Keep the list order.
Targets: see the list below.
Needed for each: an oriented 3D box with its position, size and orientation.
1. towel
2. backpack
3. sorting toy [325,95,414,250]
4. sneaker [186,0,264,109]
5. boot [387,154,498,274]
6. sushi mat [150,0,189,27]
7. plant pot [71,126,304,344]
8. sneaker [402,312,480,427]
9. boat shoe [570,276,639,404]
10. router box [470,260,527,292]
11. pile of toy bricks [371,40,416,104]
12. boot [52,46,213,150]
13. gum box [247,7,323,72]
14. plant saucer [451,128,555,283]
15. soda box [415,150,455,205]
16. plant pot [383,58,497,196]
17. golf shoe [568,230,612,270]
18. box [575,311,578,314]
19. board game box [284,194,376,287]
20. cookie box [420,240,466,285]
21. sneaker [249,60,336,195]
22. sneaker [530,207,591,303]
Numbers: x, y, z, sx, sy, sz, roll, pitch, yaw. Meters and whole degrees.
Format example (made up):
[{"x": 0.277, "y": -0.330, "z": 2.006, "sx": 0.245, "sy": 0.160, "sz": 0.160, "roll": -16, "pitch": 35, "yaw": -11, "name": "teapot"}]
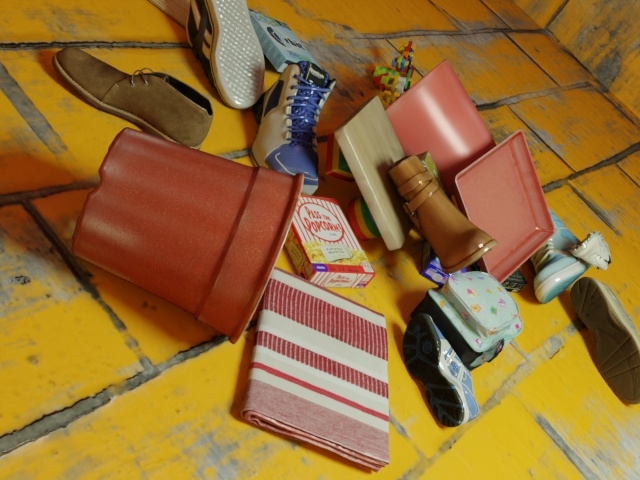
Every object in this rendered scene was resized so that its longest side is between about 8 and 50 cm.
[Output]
[{"x": 0.001, "y": 0.194, "z": 1.280, "sx": 0.237, "sy": 0.037, "sz": 0.329, "roll": 26, "pitch": 34, "yaw": -14, "name": "towel"}, {"x": 0.286, "y": 0.143, "z": 1.504, "sx": 0.188, "sy": 0.144, "sz": 0.166, "roll": -6, "pitch": 48, "yaw": -49, "name": "backpack"}, {"x": 0.099, "y": -0.132, "z": 1.627, "sx": 0.257, "sy": 0.089, "sz": 0.255, "roll": 64, "pitch": 27, "yaw": -14, "name": "sorting toy"}, {"x": -0.208, "y": -0.418, "z": 1.737, "sx": 0.126, "sy": 0.127, "sz": 0.321, "roll": -1, "pitch": 74, "yaw": -35, "name": "sneaker"}, {"x": 0.221, "y": -0.062, "z": 1.513, "sx": 0.220, "sy": 0.109, "sz": 0.283, "roll": 59, "pitch": 4, "yaw": -8, "name": "boot"}, {"x": -0.275, "y": -0.513, "z": 1.863, "sx": 0.316, "sy": 0.019, "sz": 0.151, "roll": 36, "pitch": 33, "yaw": -3, "name": "sushi mat"}, {"x": -0.198, "y": -0.023, "z": 1.170, "sx": 0.265, "sy": 0.272, "sz": 0.272, "roll": 22, "pitch": 36, "yaw": -9, "name": "plant pot"}, {"x": 0.210, "y": 0.226, "z": 1.404, "sx": 0.081, "sy": 0.080, "sz": 0.211, "roll": 9, "pitch": 53, "yaw": -45, "name": "sneaker"}, {"x": 0.658, "y": 0.216, "z": 1.774, "sx": 0.098, "sy": 0.109, "sz": 0.302, "roll": 10, "pitch": 48, "yaw": -37, "name": "boat shoe"}, {"x": 0.387, "y": 0.065, "z": 1.776, "sx": 0.122, "sy": 0.038, "sz": 0.092, "roll": 9, "pitch": 44, "yaw": -36, "name": "router box"}, {"x": 0.184, "y": -0.439, "z": 2.141, "sx": 0.105, "sy": 0.118, "sz": 0.212, "roll": 12, "pitch": 51, "yaw": 10, "name": "pile of toy bricks"}, {"x": -0.332, "y": -0.279, "z": 1.455, "sx": 0.305, "sy": 0.115, "sz": 0.112, "roll": 30, "pitch": 37, "yaw": -10, "name": "boot"}, {"x": -0.092, "y": -0.466, "z": 1.931, "sx": 0.157, "sy": 0.041, "sz": 0.184, "roll": 2, "pitch": 48, "yaw": -55, "name": "gum box"}, {"x": 0.386, "y": -0.071, "z": 1.723, "sx": 0.259, "sy": 0.047, "sz": 0.259, "roll": -35, "pitch": 110, "yaw": -36, "name": "plant saucer"}, {"x": 0.235, "y": -0.092, "z": 1.694, "sx": 0.181, "sy": 0.058, "sz": 0.061, "roll": 60, "pitch": 27, "yaw": -21, "name": "soda box"}, {"x": 0.255, "y": -0.230, "z": 1.822, "sx": 0.243, "sy": 0.275, "sz": 0.275, "roll": 50, "pitch": 34, "yaw": -3, "name": "plant pot"}, {"x": 0.615, "y": 0.027, "z": 1.799, "sx": 0.176, "sy": 0.069, "sz": 0.086, "roll": -7, "pitch": 62, "yaw": -56, "name": "golf shoe"}, {"x": 0.653, "y": 0.171, "z": 1.905, "sx": 0.081, "sy": 0.028, "sz": 0.136, "roll": 44, "pitch": 37, "yaw": 8, "name": "box"}, {"x": 0.000, "y": 0.000, "z": 1.492, "sx": 0.146, "sy": 0.045, "sz": 0.194, "roll": 4, "pitch": 47, "yaw": -40, "name": "board game box"}, {"x": 0.257, "y": 0.048, "z": 1.674, "sx": 0.091, "sy": 0.040, "sz": 0.107, "roll": 30, "pitch": 35, "yaw": -11, "name": "cookie box"}, {"x": -0.052, "y": -0.258, "z": 1.624, "sx": 0.127, "sy": 0.182, "sz": 0.316, "roll": 17, "pitch": 39, "yaw": -26, "name": "sneaker"}, {"x": 0.510, "y": 0.023, "z": 1.865, "sx": 0.208, "sy": 0.127, "sz": 0.319, "roll": 50, "pitch": 26, "yaw": 13, "name": "sneaker"}]
